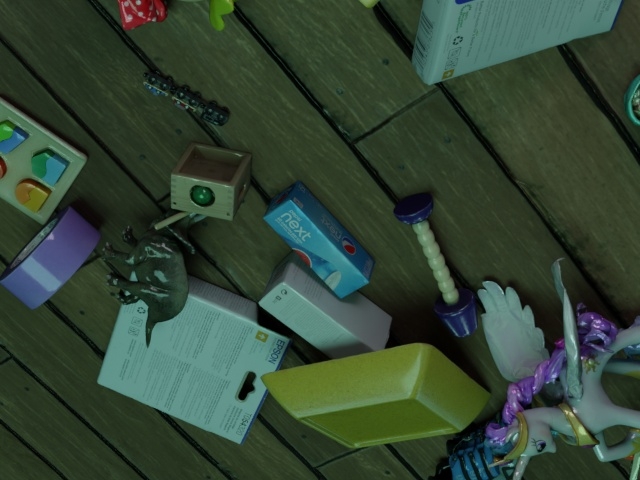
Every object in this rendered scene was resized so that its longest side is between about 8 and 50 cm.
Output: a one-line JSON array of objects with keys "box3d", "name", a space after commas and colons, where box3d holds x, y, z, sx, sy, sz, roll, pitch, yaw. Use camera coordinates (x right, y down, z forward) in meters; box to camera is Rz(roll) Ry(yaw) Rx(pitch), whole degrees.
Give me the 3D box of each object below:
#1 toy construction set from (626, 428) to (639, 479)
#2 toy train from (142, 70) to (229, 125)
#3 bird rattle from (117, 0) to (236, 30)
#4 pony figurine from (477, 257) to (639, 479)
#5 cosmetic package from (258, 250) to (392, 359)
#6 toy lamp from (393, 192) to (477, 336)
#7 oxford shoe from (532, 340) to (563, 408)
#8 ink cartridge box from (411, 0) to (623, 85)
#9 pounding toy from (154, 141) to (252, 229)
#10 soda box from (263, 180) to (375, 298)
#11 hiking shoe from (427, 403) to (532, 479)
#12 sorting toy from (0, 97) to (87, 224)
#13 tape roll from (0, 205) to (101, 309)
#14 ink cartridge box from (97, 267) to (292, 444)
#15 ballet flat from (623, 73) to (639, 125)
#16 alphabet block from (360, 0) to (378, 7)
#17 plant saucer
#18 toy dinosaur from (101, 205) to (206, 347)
[{"box3d": [0.699, 0.340, 1.807, 0.328, 0.151, 0.215, 1, 126, 2], "name": "toy construction set"}, {"box3d": [-0.227, -0.236, 1.711, 0.158, 0.027, 0.036, 28, 138, -7], "name": "toy train"}, {"box3d": [-0.204, -0.423, 1.540, 0.254, 0.143, 0.206, 12, 116, 23], "name": "bird rattle"}, {"box3d": [0.427, 0.217, 1.694, 0.364, 0.350, 0.303, -3, 168, -15], "name": "pony figurine"}, {"box3d": [0.012, 0.129, 1.852, 0.231, 0.117, 0.085, 39, 126, -12], "name": "cosmetic package"}, {"box3d": [0.207, 0.049, 1.767, 0.080, 0.080, 0.274, -12, 119, 23], "name": "toy lamp"}, {"box3d": [0.409, 0.271, 1.879, 0.076, 0.076, 0.212, 11, 128, 60], "name": "oxford shoe"}, {"box3d": [0.283, -0.364, 1.345, 0.307, 0.072, 0.303, -21, 149, -18], "name": "ink cartridge box"}, {"box3d": [-0.199, -0.084, 1.739, 0.130, 0.141, 0.100, 12, 127, 7], "name": "pounding toy"}, {"box3d": [0.000, 0.000, 1.792, 0.071, 0.067, 0.210, -32, 111, 31], "name": "soda box"}, {"box3d": [0.311, 0.411, 1.973, 0.132, 0.113, 0.304, 19, 128, 0], "name": "hiking shoe"}, {"box3d": [-0.548, -0.138, 1.861, 0.193, 0.038, 0.208, 35, 127, -11], "name": "sorting toy"}, {"box3d": [-0.495, 0.030, 1.873, 0.189, 0.189, 0.080, -34, 111, 32], "name": "tape roll"}, {"box3d": [-0.249, 0.222, 2.018, 0.330, 0.071, 0.324, 23, 125, -3], "name": "ink cartridge box"}, {"box3d": [0.518, -0.257, 1.452, 0.083, 0.087, 0.247, 26, 127, -4], "name": "ballet flat"}, {"box3d": [0.080, -0.465, 1.356, 0.192, 0.193, 0.197, 43, 125, -14], "name": "alphabet block"}, {"box3d": [0.108, 0.302, 1.876, 0.333, 0.081, 0.333, -14, 149, 24], "name": "plant saucer"}, {"box3d": [-0.295, 0.065, 1.830, 0.160, 0.121, 0.313, 11, 105, 16], "name": "toy dinosaur"}]
